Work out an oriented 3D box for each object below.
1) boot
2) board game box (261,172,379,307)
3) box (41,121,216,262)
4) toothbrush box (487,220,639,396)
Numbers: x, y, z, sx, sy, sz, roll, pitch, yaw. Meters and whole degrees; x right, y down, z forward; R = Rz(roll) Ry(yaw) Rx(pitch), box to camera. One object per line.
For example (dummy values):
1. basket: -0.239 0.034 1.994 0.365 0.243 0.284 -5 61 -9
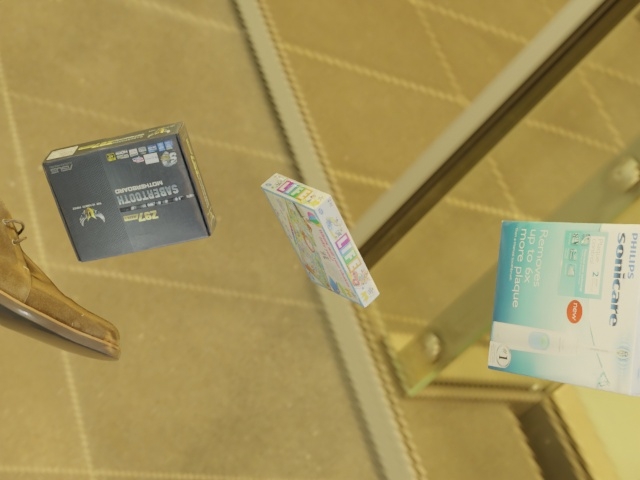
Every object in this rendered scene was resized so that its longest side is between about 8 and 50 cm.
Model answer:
1. boot: -0.313 0.019 1.304 0.305 0.112 0.115 34 66 -20
2. board game box: 0.000 0.000 1.511 0.103 0.026 0.154 25 -30 48
3. box: -0.301 -0.074 2.099 0.059 0.233 0.183 -76 153 -62
4. toothbrush box: 0.368 0.087 1.770 0.126 0.295 0.216 6 90 -31
